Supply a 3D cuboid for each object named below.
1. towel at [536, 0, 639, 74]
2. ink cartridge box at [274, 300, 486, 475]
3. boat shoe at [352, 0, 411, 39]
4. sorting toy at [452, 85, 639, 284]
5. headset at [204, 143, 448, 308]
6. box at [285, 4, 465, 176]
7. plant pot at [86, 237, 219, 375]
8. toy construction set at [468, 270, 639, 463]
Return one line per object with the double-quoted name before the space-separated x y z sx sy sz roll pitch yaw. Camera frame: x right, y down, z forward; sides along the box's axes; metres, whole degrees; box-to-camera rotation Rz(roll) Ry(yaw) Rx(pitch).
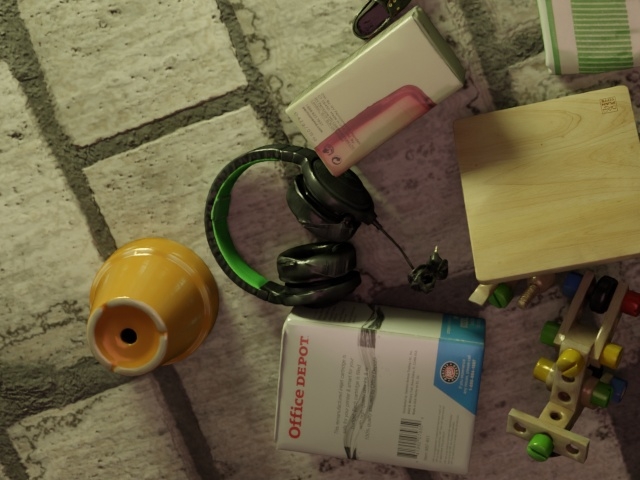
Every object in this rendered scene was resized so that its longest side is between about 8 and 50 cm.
"towel" 0.470 -0.374 1.802 0.324 0.038 0.248 -10 106 9
"ink cartridge box" 0.094 0.224 1.980 0.307 0.129 0.223 7 108 6
"boat shoe" 0.098 -0.349 1.859 0.049 0.042 0.133 43 106 -3
"sorting toy" 0.340 -0.068 1.825 0.257 0.089 0.255 -11 68 11
"headset" 0.000 0.000 1.900 0.394 0.185 0.243 15 108 16
"box" 0.083 -0.219 1.842 0.232 0.148 0.127 -35 99 16
"plant pot" -0.278 0.118 1.972 0.205 0.188 0.205 2 106 8
"toy construction set" 0.338 0.176 1.842 0.309 0.237 0.257 40 146 6
